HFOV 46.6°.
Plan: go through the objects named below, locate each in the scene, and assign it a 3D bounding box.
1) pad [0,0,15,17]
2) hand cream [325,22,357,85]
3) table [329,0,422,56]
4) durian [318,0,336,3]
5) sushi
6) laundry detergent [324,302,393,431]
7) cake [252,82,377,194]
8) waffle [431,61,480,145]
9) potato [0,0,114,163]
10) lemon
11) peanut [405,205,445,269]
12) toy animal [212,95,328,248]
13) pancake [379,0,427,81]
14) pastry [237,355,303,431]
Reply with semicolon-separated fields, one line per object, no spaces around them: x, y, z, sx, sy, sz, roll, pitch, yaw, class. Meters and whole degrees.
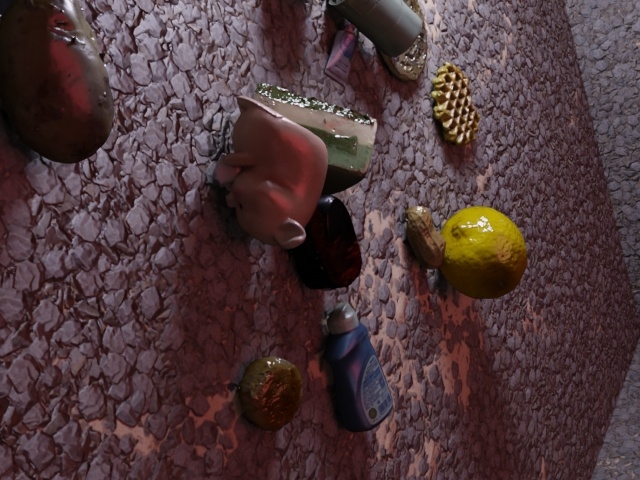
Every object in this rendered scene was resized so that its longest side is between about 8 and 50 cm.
-0.468;-0.384;1.153;0.157;0.003;0.112;38;58;-44;pad
0.055;-0.458;1.807;0.084;0.053;0.142;22;79;-49;hand cream
0.134;-0.565;1.828;0.220;0.126;0.126;31;62;-36;table
0.014;-0.646;1.649;0.176;0.200;0.237;44;62;-72;durian
0.000;0.000;1.626;0.136;0.126;0.225;-46;128;-45;sushi
0.075;0.289;1.720;0.143;0.094;0.289;-29;106;-43;laundry detergent
-0.008;-0.232;1.600;0.283;0.172;0.158;33;59;-44;cake
0.410;-0.414;2.251;0.249;0.056;0.253;-7;90;-53;waffle
-0.398;-0.245;1.111;0.165;0.165;0.262;-5;87;-52;potato
0.463;0.041;2.115;0.310;0.253;0.253;50;50;-38;lemon
0.284;-0.006;2.015;0.083;0.093;0.194;-38;119;-32;peanut
-0.099;-0.125;1.447;0.213;0.195;0.256;18;91;-6;toy animal
0.228;-0.578;2.036;0.282;0.049;0.282;6;83;-52;pancake
-0.098;0.307;1.493;0.153;0.081;0.153;2;88;-55;pastry
